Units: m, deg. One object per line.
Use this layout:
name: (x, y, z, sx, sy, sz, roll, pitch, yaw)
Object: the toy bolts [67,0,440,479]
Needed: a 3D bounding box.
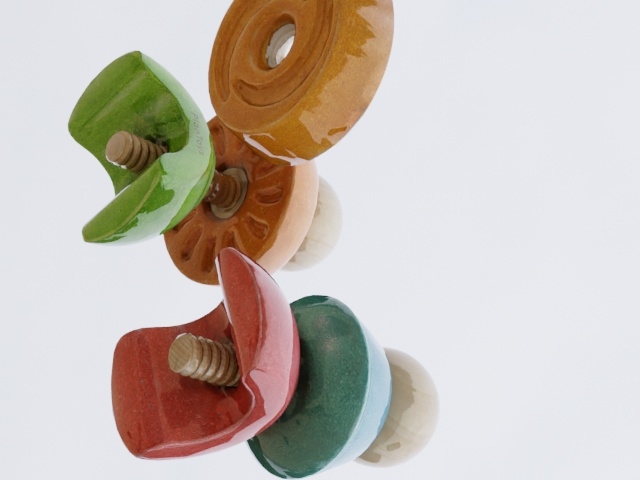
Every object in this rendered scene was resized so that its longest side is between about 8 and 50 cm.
toy bolts: (0.000, 0.000, 0.649, 0.218, 0.158, 0.228, -34, -129, 33)
